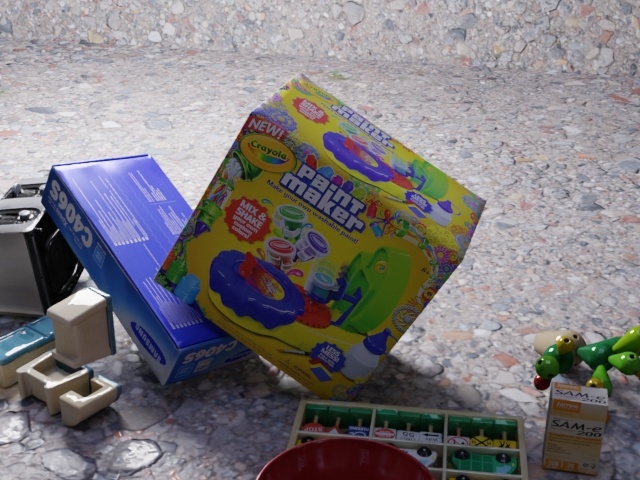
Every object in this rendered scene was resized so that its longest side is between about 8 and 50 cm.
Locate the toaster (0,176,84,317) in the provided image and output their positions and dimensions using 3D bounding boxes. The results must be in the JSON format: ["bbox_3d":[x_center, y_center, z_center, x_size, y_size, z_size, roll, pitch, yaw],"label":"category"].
[{"bbox_3d":[-0.422,0.014,1.414,0.110,0.185,0.168,2,33,9],"label":"toaster"}]

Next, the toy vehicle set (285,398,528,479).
[{"bbox_3d":[0.096,0.248,1.072,0.267,0.035,0.166,4,25,6],"label":"toy vehicle set"}]

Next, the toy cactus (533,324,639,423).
[{"bbox_3d":[0.349,0.155,1.231,0.219,0.112,0.180,-15,11,-24],"label":"toy cactus"}]

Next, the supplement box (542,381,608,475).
[{"bbox_3d":[0.286,0.212,1.078,0.062,0.098,0.036,5,26,11],"label":"supplement box"}]

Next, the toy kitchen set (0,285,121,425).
[{"bbox_3d":[-0.325,0.111,1.202,0.207,0.166,0.122,19,31,33],"label":"toy kitchen set"}]

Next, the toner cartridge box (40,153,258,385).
[{"bbox_3d":[-0.225,0.027,1.303,0.165,0.075,0.348,-13,53,-42],"label":"toner cartridge box"}]

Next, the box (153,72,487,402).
[{"bbox_3d":[0.000,0.000,1.190,0.290,0.279,0.177,34,30,1],"label":"box"}]

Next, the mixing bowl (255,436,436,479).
[{"bbox_3d":[0.024,0.283,0.925,0.182,0.098,0.181,1,26,0],"label":"mixing bowl"}]
